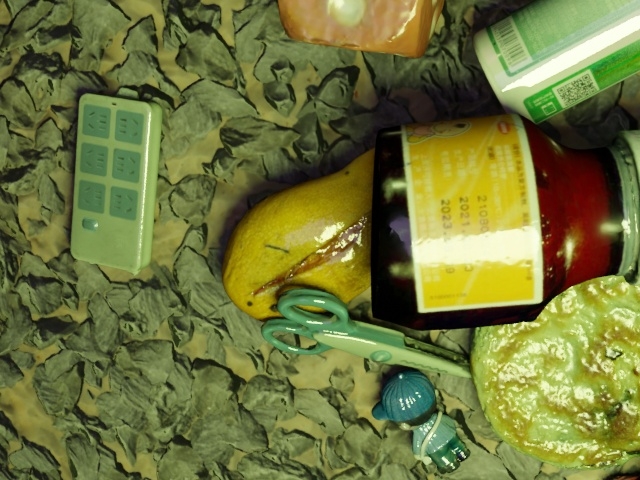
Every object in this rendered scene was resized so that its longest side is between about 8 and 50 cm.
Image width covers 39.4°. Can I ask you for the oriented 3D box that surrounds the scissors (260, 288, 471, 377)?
[{"bbox_3d":[0.071,0.133,1.160,0.289,0.041,0.138,16,139,-13],"label":"scissors"}]

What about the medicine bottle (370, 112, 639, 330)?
[{"bbox_3d":[0.250,-0.024,0.993,0.395,0.242,0.242,-3,100,1],"label":"medicine bottle"}]

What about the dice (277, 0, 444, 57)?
[{"bbox_3d":[0.054,-0.312,1.060,0.175,0.174,0.179,16,104,12],"label":"dice"}]

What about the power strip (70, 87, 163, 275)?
[{"bbox_3d":[-0.292,-0.081,1.274,0.118,0.046,0.270,11,104,14],"label":"power strip"}]

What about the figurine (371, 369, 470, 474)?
[{"bbox_3d":[0.136,0.245,1.198,0.086,0.087,0.149,-38,89,-18],"label":"figurine"}]

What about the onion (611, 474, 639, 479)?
[{"bbox_3d":[0.456,0.329,1.096,0.218,0.140,0.195,2,103,53],"label":"onion"}]

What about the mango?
[{"bbox_3d":[-0.002,0.002,1.163,0.295,0.120,0.177,-33,97,21],"label":"mango"}]

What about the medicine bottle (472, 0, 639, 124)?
[{"bbox_3d":[0.322,-0.243,1.016,0.274,0.133,0.133,-27,92,20],"label":"medicine bottle"}]

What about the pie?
[{"bbox_3d":[0.329,0.157,1.114,0.303,0.067,0.302,5,109,15],"label":"pie"}]
